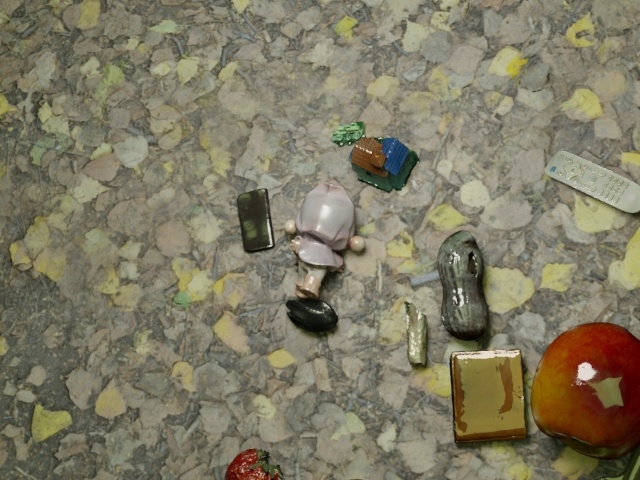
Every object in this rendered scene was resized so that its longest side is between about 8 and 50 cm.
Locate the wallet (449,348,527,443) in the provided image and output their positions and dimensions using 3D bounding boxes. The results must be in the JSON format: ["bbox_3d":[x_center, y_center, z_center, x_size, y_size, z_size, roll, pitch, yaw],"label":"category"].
[{"bbox_3d":[0.361,0.332,1.778,0.161,0.042,0.195,-7,76,17],"label":"wallet"}]

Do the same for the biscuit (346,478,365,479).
[{"bbox_3d":[0.071,0.605,1.772,0.170,0.050,0.170,-4,74,14],"label":"biscuit"}]

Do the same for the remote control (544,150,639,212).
[{"bbox_3d":[0.612,-0.126,1.833,0.229,0.044,0.073,30,81,28],"label":"remote control"}]

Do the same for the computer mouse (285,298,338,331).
[{"bbox_3d":[-0.025,0.174,1.895,0.135,0.047,0.079,11,122,24],"label":"computer mouse"}]

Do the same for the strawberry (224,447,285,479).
[{"bbox_3d":[-0.156,0.532,1.813,0.148,0.131,0.131,-34,70,-5],"label":"strawberry"}]

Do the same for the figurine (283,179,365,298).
[{"bbox_3d":[0.000,-0.001,1.908,0.200,0.133,0.276,13,80,14],"label":"figurine"}]

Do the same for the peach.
[{"bbox_3d":[0.565,0.290,1.663,0.249,0.245,0.274,24,70,-9],"label":"peach"}]

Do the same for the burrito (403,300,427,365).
[{"bbox_3d":[0.214,0.206,1.845,0.055,0.041,0.149,-8,73,26],"label":"burrito"}]

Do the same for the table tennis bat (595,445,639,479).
[{"bbox_3d":[0.609,0.522,1.672,0.138,0.022,0.246,24,84,19],"label":"table tennis bat"}]

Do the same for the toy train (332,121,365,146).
[{"bbox_3d":[0.069,-0.260,2.012,0.083,0.033,0.053,-3,70,14],"label":"toy train"}]

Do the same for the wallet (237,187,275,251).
[{"bbox_3d":[-0.158,-0.049,2.021,0.082,0.018,0.156,-13,73,10],"label":"wallet"}]

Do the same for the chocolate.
[{"bbox_3d":[0.311,0.101,1.818,0.110,0.110,0.248,-3,75,14],"label":"chocolate"}]

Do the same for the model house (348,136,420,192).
[{"bbox_3d":[0.138,-0.198,1.916,0.148,0.148,0.119,26,82,17],"label":"model house"}]
